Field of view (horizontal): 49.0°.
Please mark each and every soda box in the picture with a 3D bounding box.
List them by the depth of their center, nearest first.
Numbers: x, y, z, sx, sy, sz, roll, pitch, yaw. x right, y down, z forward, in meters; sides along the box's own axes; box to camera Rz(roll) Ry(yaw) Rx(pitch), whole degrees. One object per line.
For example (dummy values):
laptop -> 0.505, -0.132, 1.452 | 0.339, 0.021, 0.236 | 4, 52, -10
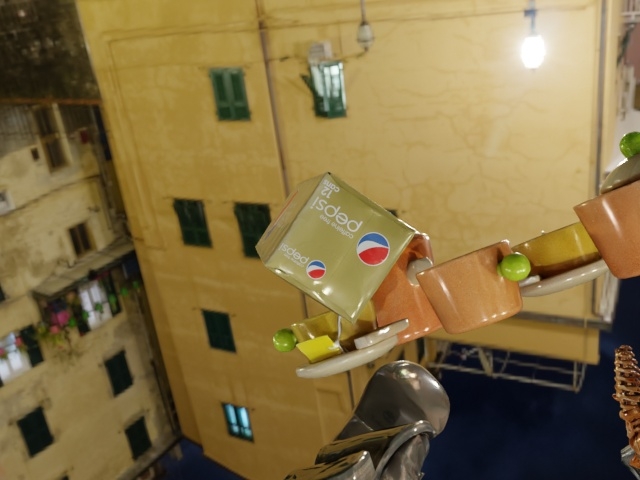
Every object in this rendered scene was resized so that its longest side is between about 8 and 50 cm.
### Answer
soda box -> 0.000, 0.000, 0.445 | 0.058, 0.061, 0.181 | 34, 179, -7

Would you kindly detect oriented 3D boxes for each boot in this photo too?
boot -> 0.057, 0.285, 0.587 | 0.091, 0.229, 0.263 | -21, 171, 26
boot -> 0.069, 0.248, 0.890 | 0.112, 0.115, 0.305 | 44, -149, 13

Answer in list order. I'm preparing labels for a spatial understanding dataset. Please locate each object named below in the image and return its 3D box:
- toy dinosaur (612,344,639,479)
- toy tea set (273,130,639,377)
toy dinosaur -> 0.530, 0.286, 1.022 | 0.218, 0.322, 0.164 | -29, -141, 36
toy tea set -> 0.121, 0.001, 0.565 | 0.336, 0.124, 0.200 | -22, 173, 22
